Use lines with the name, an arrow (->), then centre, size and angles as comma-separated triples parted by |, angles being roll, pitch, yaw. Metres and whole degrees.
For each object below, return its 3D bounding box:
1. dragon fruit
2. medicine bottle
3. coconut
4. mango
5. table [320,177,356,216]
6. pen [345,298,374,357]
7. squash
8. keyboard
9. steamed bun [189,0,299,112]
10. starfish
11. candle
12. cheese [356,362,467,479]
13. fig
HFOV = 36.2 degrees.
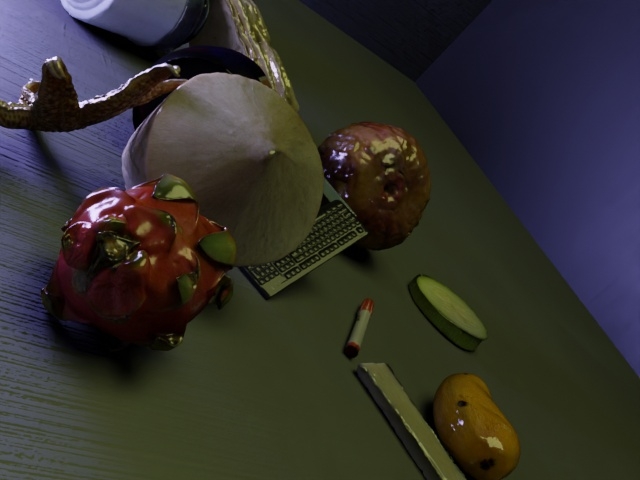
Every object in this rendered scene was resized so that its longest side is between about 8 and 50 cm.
dragon fruit -> -0.223, 0.030, 1.223 | 0.224, 0.224, 0.227 | 43, 23, -4
medicine bottle -> -0.188, -0.245, 1.819 | 0.242, 0.242, 0.395 | 43, 14, -3
coconut -> -0.145, -0.103, 1.474 | 0.329, 0.329, 0.329 | 38, 20, -17
mango -> 0.273, 0.333, 1.757 | 0.157, 0.109, 0.262 | 28, 18, -15
table -> -0.063, -0.087, 1.930 | 0.111, 0.121, 0.240 | -18, 63, -49
pen -> 0.075, 0.160, 1.827 | 0.028, 0.028, 0.239 | 43, 20, -5
squash -> 0.291, 0.163, 2.254 | 0.219, 0.041, 0.219 | 36, 17, -13
keyboard -> 0.006, -0.008, 1.784 | 0.103, 0.041, 0.381 | 48, 44, 11
steamed bun -> -0.194, -0.416, 2.218 | 0.189, 0.247, 0.428 | -18, 78, -54
starfish -> -0.373, -0.203, 1.415 | 0.375, 0.327, 0.094 | -12, 98, -40
candle -> -0.400, -0.525, 2.005 | 0.343, 0.221, 0.221 | 8, 41, -55
cheese -> 0.186, 0.363, 1.629 | 0.085, 0.034, 0.400 | 7, 41, -53
fig -> 0.079, -0.118, 2.199 | 0.286, 0.286, 0.369 | 39, -11, -16
